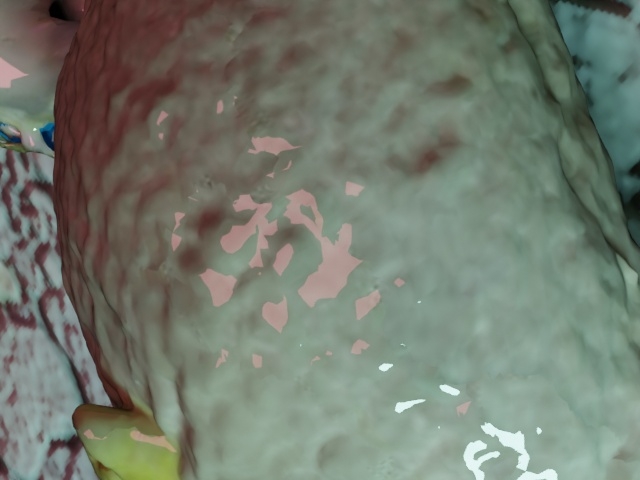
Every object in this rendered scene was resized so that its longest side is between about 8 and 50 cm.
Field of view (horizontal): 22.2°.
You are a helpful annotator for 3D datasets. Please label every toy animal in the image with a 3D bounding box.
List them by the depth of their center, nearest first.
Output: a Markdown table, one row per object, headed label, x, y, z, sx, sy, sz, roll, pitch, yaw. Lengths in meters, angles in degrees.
| label | x | y | z | sx | sy | sz | roll | pitch | yaw |
| --- | --- | --- | --- | --- | --- | --- | --- | --- | --- |
| toy animal | -0.003 | -0.006 | 0.619 | 0.226 | 0.188 | 0.358 | -25 | 78 | 34 |

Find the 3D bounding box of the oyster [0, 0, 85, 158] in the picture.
| label | x | y | z | sx | sy | sz | roll | pitch | yaw |
| --- | --- | --- | --- | --- | --- | --- | --- | --- | --- |
| oyster | -0.107 | -0.126 | 0.765 | 0.223 | 0.083 | 0.214 | 35 | 126 | 13 |
